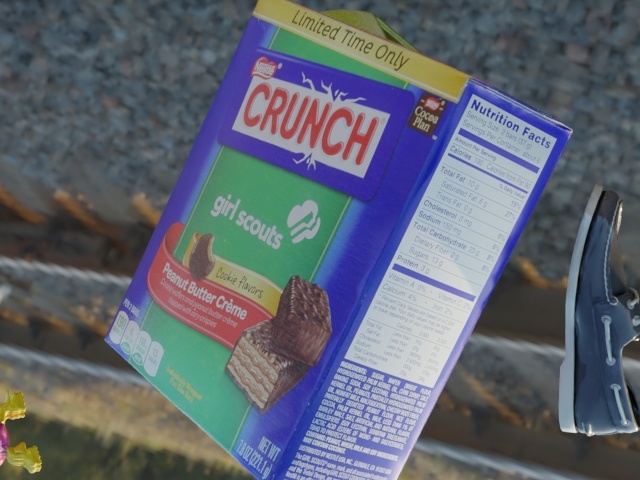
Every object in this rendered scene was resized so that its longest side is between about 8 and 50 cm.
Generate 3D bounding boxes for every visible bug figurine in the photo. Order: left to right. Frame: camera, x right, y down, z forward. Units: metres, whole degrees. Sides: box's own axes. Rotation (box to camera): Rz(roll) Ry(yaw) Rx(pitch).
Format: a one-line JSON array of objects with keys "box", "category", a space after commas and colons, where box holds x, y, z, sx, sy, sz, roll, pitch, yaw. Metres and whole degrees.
[{"box": [-0.346, 0.295, 1.582, 0.072, 0.279, 0.216, -13, 158, -20], "category": "bug figurine"}]

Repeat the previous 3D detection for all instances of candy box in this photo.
[{"box": [0.000, 0.000, 1.069, 0.122, 0.317, 0.268, 23, -174, -40], "category": "candy box"}]

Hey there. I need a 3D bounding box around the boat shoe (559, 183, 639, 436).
[{"box": [0.219, 0.056, 1.059, 0.065, 0.075, 0.206, 9, 116, 19], "category": "boat shoe"}]

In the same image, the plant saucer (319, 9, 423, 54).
[{"box": [0.098, -0.155, 1.473, 0.188, 0.045, 0.188, 33, -156, -40], "category": "plant saucer"}]
